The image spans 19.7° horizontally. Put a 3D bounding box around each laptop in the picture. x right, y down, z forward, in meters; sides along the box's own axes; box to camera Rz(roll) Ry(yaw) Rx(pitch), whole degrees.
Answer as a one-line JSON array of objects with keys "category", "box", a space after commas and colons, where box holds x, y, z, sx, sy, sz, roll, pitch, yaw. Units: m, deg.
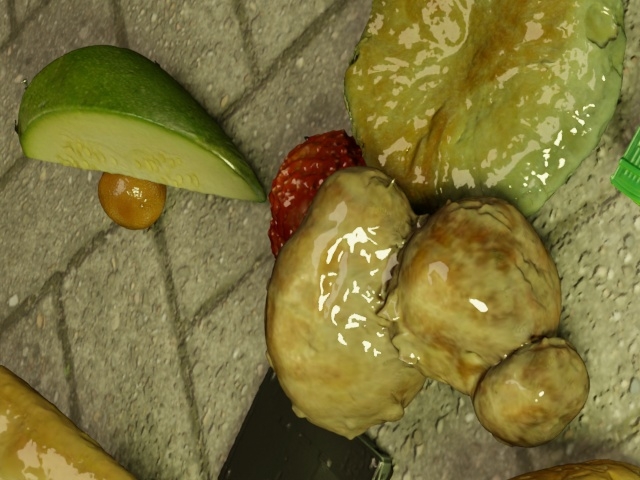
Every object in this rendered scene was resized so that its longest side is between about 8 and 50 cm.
[{"category": "laptop", "box": [-0.020, 0.227, 1.766, 0.207, 0.026, 0.154, 38, 106, 49]}]

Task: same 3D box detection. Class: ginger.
[{"category": "ginger", "box": [0.093, 0.062, 1.568, 0.304, 0.155, 0.244, 6, 98, 38]}]

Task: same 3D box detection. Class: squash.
[{"category": "squash", "box": [-0.209, -0.109, 1.978, 0.203, 0.111, 0.289, -27, 42, -8]}]

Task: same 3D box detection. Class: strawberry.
[{"category": "strawberry", "box": [0.004, -0.005, 1.760, 0.175, 0.107, 0.236, -57, 42, 20]}]

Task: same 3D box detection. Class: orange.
[{"category": "orange", "box": [-0.210, -0.052, 2.061, 0.085, 0.085, 0.085, -21, 61, 44]}]

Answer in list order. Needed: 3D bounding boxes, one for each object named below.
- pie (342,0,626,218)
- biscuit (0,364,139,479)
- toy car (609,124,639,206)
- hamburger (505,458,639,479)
[{"category": "pie", "box": [0.146, -0.151, 1.645, 0.306, 0.071, 0.306, -14, 66, 33]}, {"category": "biscuit", "box": [-0.290, 0.420, 1.843, 0.446, 0.104, 0.429, 36, 98, 26]}, {"category": "toy car", "box": [0.298, -0.094, 1.475, 0.071, 0.062, 0.165, 41, 108, 49]}, {"category": "hamburger", "box": [0.158, 0.227, 1.409, 0.155, 0.207, 0.135, -54, 45, 29]}]
